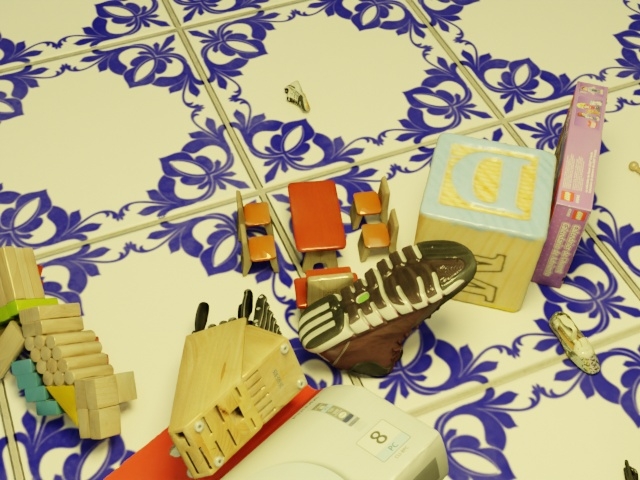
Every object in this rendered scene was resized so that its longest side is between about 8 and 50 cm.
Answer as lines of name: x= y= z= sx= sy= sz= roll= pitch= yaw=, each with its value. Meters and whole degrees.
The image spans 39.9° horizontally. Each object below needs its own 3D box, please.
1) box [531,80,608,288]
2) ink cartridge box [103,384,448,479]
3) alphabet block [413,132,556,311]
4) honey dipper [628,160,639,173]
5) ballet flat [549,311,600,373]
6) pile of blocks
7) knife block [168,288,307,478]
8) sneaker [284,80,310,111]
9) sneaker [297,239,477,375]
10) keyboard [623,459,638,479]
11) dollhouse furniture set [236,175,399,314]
box: x=0.415 y=-0.094 z=1.470 sx=0.057 sy=0.201 sz=0.293 roll=14 pitch=52 yaw=10
ink cartridge box: x=-0.077 y=0.287 z=1.149 sx=0.308 sy=0.091 sz=0.385 roll=-38 pitch=43 yaw=-27
alphabet block: x=0.256 y=-0.029 z=1.416 sx=0.193 sy=0.197 sz=0.192 roll=13 pitch=51 yaw=9
honey dipper: x=0.616 y=-0.091 z=1.586 sx=0.030 sy=0.030 sz=0.160 roll=-26 pitch=52 yaw=-21
ballet flat: x=0.395 y=0.155 z=1.370 sx=0.041 sy=0.041 sz=0.114 roll=-20 pitch=55 yaw=-17
pile of blocks: x=-0.400 y=0.161 z=1.323 sx=0.362 sy=0.149 sz=0.112 roll=49 pitch=21 yaw=21
knife block: x=-0.152 y=0.183 z=1.250 sx=0.242 sy=0.088 sz=0.276 roll=10 pitch=41 yaw=46
sneaker: x=-0.046 y=-0.275 z=1.718 sx=0.037 sy=0.032 sz=0.083 roll=-23 pitch=49 yaw=-2
sneaker: x=0.118 y=0.112 z=1.309 sx=0.281 sy=0.162 sz=0.106 roll=-26 pitch=44 yaw=14
keyboard: x=0.498 y=0.344 z=1.173 sx=0.201 sy=0.033 sz=0.317 roll=-21 pitch=44 yaw=28
dollhouse furniture set: x=0.000 y=0.000 z=1.424 sx=0.262 sy=0.135 sz=0.259 roll=-6 pitch=51 yaw=-6
